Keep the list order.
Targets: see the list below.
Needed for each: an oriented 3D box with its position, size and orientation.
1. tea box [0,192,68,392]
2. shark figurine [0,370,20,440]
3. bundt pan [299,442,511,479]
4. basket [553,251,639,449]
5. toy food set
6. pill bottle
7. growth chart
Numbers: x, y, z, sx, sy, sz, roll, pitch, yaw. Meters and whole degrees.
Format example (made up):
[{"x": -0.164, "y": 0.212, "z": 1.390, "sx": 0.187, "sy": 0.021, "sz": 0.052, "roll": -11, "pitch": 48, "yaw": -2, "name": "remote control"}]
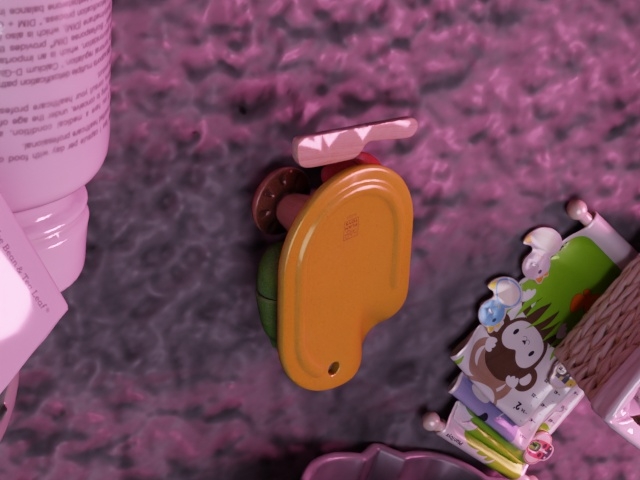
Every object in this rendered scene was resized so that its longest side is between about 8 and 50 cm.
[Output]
[{"x": -0.358, "y": -0.025, "z": 0.599, "sx": 0.220, "sy": 0.323, "sz": 0.329, "roll": -56, "pitch": 134, "yaw": -40, "name": "tea box"}, {"x": -0.269, "y": 0.158, "z": 0.886, "sx": 0.278, "sy": 0.116, "sz": 0.166, "roll": -38, "pitch": 125, "yaw": 4, "name": "shark figurine"}, {"x": 0.092, "y": 0.312, "z": 0.987, "sx": 0.331, "sy": 0.331, "sz": 0.124, "roll": 10, "pitch": 120, "yaw": -25, "name": "bundt pan"}, {"x": 0.283, "y": 0.079, "z": 1.037, "sx": 0.113, "sy": 0.103, "sz": 0.167, "roll": 35, "pitch": 98, "yaw": -32, "name": "basket"}, {"x": 0.000, "y": 0.000, "z": 0.936, "sx": 0.128, "sy": 0.071, "sz": 0.218, "roll": -22, "pitch": 128, "yaw": -37, "name": "toy food set"}, {"x": -0.198, "y": -0.112, "z": 0.735, "sx": 0.160, "sy": 0.160, "sz": 0.283, "roll": -4, "pitch": 118, "yaw": -19, "name": "pill bottle"}, {"x": 0.185, "y": 0.090, "z": 1.077, "sx": 0.172, "sy": 0.021, "sz": 0.237, "roll": 28, "pitch": 102, "yaw": -32, "name": "growth chart"}]
